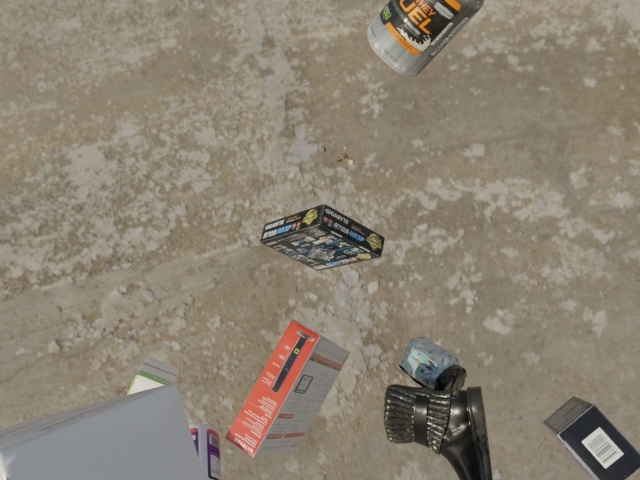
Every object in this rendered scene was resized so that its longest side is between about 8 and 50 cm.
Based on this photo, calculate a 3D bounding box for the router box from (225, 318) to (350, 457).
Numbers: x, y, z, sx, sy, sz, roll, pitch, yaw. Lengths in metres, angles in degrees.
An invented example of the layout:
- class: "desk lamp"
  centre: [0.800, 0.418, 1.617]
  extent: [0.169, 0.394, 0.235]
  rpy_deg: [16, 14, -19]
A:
- class: "router box"
  centre: [-0.063, 0.370, 1.392]
  extent: [0.082, 0.335, 0.301]
  rpy_deg: [27, 80, 21]

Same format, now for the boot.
- class: "boot"
  centre: [0.308, 0.541, 1.486]
  extent: [0.260, 0.131, 0.348]
  rpy_deg: [-7, 93, 15]

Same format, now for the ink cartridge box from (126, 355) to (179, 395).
- class: "ink cartridge box"
  centre: [-0.510, 0.472, 1.652]
  extent: [0.115, 0.273, 0.198]
  rpy_deg: [24, 85, -9]

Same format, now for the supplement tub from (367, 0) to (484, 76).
- class: "supplement tub"
  centre: [0.172, -0.362, 0.883]
  extent: [0.117, 0.190, 0.117]
  rpy_deg: [24, 43, -25]

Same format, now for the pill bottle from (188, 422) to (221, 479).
- class: "pill bottle"
  centre: [-0.263, 0.496, 1.186]
  extent: [0.108, 0.108, 0.193]
  rpy_deg: [-15, 41, -1]

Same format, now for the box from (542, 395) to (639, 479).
- class: "box"
  centre: [0.615, 0.456, 1.290]
  extent: [0.108, 0.207, 0.153]
  rpy_deg: [-41, 73, 3]

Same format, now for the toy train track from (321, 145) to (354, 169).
- class: "toy train track"
  centre: [0.028, -0.156, 1.041]
  extent: [0.014, 0.048, 0.083]
  rpy_deg: [-32, 46, -28]

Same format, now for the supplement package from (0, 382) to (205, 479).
- class: "supplement package"
  centre: [-0.215, 0.213, 0.442]
  extent: [0.244, 0.134, 0.139]
  rpy_deg: [-22, 84, 37]

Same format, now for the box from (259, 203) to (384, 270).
- class: "box"
  centre: [0.000, 0.000, 1.223]
  extent: [0.220, 0.175, 0.051]
  rpy_deg: [-16, 54, 50]

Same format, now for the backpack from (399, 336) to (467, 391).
- class: "backpack"
  centre: [0.325, 0.368, 1.659]
  extent: [0.182, 0.152, 0.115]
  rpy_deg: [32, 109, 38]
